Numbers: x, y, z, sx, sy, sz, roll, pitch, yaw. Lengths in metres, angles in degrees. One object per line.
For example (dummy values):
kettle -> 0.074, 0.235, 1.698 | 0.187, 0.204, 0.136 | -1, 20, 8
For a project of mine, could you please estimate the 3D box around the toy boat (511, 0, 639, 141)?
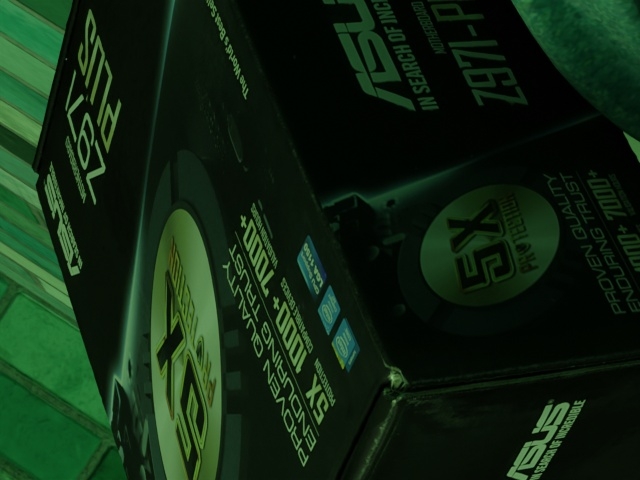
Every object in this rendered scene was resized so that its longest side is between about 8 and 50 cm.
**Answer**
toy boat -> 0.161, -0.014, 0.341 | 0.318, 0.148, 0.267 | 38, 168, -20

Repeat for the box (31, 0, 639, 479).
box -> 0.000, 0.000, 0.462 | 0.147, 0.077, 0.180 | 113, 143, -48

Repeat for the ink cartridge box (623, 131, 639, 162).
ink cartridge box -> 0.078, -0.031, 0.586 | 0.181, 0.062, 0.104 | 34, -154, 15
